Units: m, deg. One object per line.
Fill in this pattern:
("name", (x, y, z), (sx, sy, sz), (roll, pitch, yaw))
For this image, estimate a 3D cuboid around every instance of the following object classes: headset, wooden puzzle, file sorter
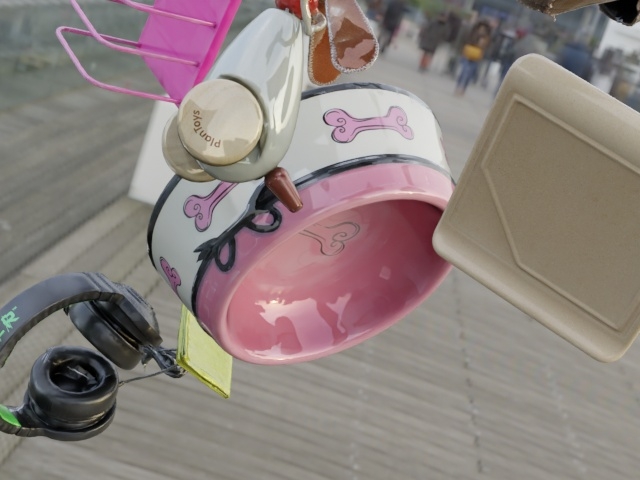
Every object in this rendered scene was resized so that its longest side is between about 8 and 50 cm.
("headset", (-0.332, 0.151, 1.703), (0.185, 0.243, 0.394), (41, 14, 33))
("wooden puzzle", (0.235, -0.028, 1.119), (0.221, 0.239, 0.044), (34, 41, 14))
("file sorter", (-0.250, -0.376, 1.791), (0.182, 0.291, 0.202), (7, 32, -38))

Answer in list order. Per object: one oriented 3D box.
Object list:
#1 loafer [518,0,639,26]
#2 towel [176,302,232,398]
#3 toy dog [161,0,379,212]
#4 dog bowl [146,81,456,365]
("loafer", (0.276, -0.262, 1.053), (0.366, 0.130, 0.134), (-10, 50, -42))
("towel", (-0.162, 0.124, 1.779), (0.102, 0.021, 0.237), (39, 26, -25))
("toy dog", (-0.016, -0.164, 1.222), (0.161, 0.334, 0.220), (39, 12, -9))
("dog bowl", (0.000, 0.000, 1.511), (0.408, 0.408, 0.150), (6, 46, -43))
